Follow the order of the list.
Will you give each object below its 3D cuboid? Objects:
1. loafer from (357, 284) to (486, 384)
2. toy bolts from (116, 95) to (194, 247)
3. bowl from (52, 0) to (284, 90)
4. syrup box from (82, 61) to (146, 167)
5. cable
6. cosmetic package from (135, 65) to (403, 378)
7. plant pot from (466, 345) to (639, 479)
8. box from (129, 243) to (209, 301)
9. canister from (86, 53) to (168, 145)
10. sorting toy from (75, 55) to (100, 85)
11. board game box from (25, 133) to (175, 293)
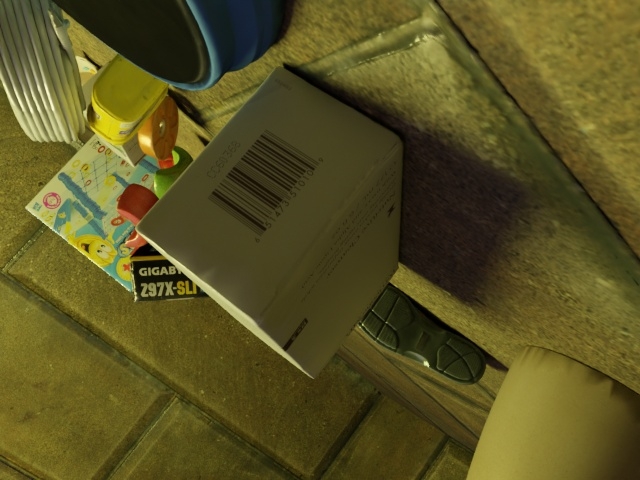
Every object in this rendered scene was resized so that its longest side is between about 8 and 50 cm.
[{"bbox_3d":[0.154,0.160,1.032,0.267,0.096,0.084,34,174,13],"label":"loafer"},{"bbox_3d":[-0.203,-0.093,0.949,0.158,0.228,0.218,11,141,7],"label":"toy bolts"},{"bbox_3d":[-0.201,-0.273,0.468,0.391,0.077,0.391,37,169,8],"label":"bowl"},{"bbox_3d":[-0.374,-0.229,1.134,0.093,0.096,0.237,41,169,-1],"label":"syrup box"},{"bbox_3d":[-0.371,-0.249,0.774,0.257,0.089,0.257,95,152,-43],"label":"cable"},{"bbox_3d":[-0.024,0.014,0.697,0.156,0.217,0.385,35,170,18],"label":"cosmetic package"},{"bbox_3d":[0.292,0.321,0.758,0.256,0.274,0.256,37,168,9],"label":"plant pot"},{"bbox_3d":[-0.185,0.030,1.074,0.322,0.257,0.079,-132,38,-78],"label":"box"},{"bbox_3d":[-0.250,-0.198,0.795,0.073,0.126,0.170,39,167,-18],"label":"canister"},{"bbox_3d":[-0.433,-0.314,1.132,0.083,0.045,0.075,38,162,3],"label":"sorting toy"},{"bbox_3d":[-0.451,-0.087,1.397,0.302,0.308,0.086,38,167,-1],"label":"board game box"}]
